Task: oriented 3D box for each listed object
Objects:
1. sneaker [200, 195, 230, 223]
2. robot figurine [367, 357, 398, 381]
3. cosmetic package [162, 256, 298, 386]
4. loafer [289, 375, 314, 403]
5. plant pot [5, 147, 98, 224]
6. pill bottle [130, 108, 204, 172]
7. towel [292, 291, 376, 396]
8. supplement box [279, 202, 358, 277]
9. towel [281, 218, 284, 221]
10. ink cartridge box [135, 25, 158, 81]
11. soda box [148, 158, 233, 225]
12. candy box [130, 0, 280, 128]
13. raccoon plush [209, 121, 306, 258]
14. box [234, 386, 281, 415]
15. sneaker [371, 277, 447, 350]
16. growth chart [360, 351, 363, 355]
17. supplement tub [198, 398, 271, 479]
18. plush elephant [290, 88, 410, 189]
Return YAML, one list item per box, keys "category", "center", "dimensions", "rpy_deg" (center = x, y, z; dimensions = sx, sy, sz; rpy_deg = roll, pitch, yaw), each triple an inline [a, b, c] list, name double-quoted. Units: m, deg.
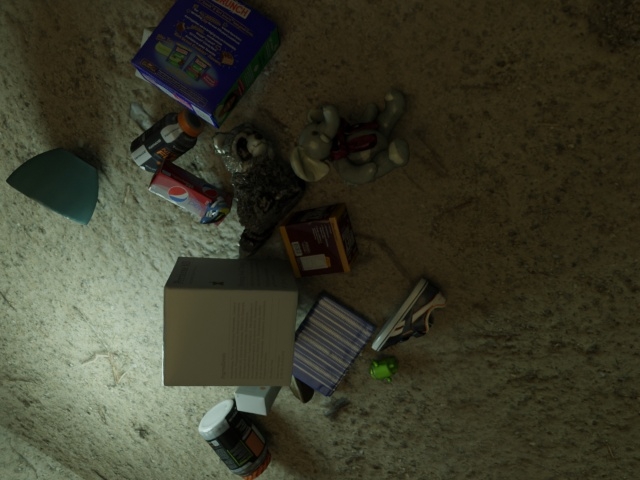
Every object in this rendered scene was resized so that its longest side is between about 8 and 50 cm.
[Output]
- category: "sneaker"
  center: [-0.350, -0.096, 1.561]
  dimensions: [0.144, 0.053, 0.059]
  rpy_deg: [-29, 78, 39]
- category: "robot figurine"
  center: [0.229, 0.471, 1.742]
  dimensions: [0.115, 0.067, 0.101]
  rpy_deg: [-27, 116, 27]
- category: "cosmetic package"
  center: [-0.290, 0.255, 1.556]
  dimensions: [0.394, 0.329, 0.327]
  rpy_deg: [3, 104, -10]
- category: "loafer"
  center: [-0.100, 0.510, 1.848]
  dimensions: [0.092, 0.102, 0.268]
  rpy_deg: [4, 111, 39]
- category: "plant pot"
  center: [-0.917, -0.214, 1.694]
  dimensions: [0.290, 0.290, 0.195]
  rpy_deg: [31, 84, 2]
- category: "pill bottle"
  center: [-0.497, -0.332, 1.557]
  dimensions: [0.246, 0.130, 0.130]
  rpy_deg: [-27, 104, 27]
- category: "towel"
  center: [0.018, 0.383, 1.730]
  dimensions: [0.243, 0.040, 0.336]
  rpy_deg: [33, 100, -2]
- category: "supplement box"
  center: [0.000, 0.000, 1.556]
  dimensions: [0.194, 0.129, 0.191]
  rpy_deg: [-9, 111, 21]
- category: "towel"
  center: [-0.153, -0.104, 1.624]
  dimensions: [0.060, 0.009, 0.083]
  rpy_deg: [6, 116, 16]
- category: "ink cartridge box"
  center: [-0.444, -0.537, 1.464]
  dimensions: [0.212, 0.093, 0.154]
  rpy_deg: [30, 120, 4]
- category: "soda box"
  center: [-0.429, -0.157, 1.588]
  dimensions: [0.263, 0.083, 0.092]
  rpy_deg: [30, 123, -27]
- category: "candy box"
  center: [-0.310, -0.525, 1.325]
  dimensions: [0.268, 0.122, 0.317]
  rpy_deg: [35, 85, 1]
- category: "raccoon plush"
  center: [-0.260, -0.158, 1.531]
  dimensions: [0.299, 0.216, 0.446]
  rpy_deg: [48, 123, 8]
- category: "box"
  center: [-0.245, 0.595, 1.895]
  dimensions: [0.130, 0.170, 0.091]
  rpy_deg: [4, 116, 17]
- category: "sneaker"
  center: [0.297, 0.281, 1.596]
  dimensions: [0.127, 0.126, 0.321]
  rpy_deg: [35, 119, 6]
- category: "growth chart"
  center: [0.045, 0.389, 1.791]
  dimensions: [0.237, 0.021, 0.172]
  rpy_deg: [-20, 106, 24]
- category: "supplement tub"
  center: [-0.361, 0.862, 2.048]
  dimensions: [0.193, 0.193, 0.316]
  rpy_deg: [-27, 103, 27]
- category: "plush elephant"
  center: [0.061, -0.279, 1.324]
  dimensions: [0.255, 0.272, 0.330]
  rpy_deg: [19, 147, -20]
